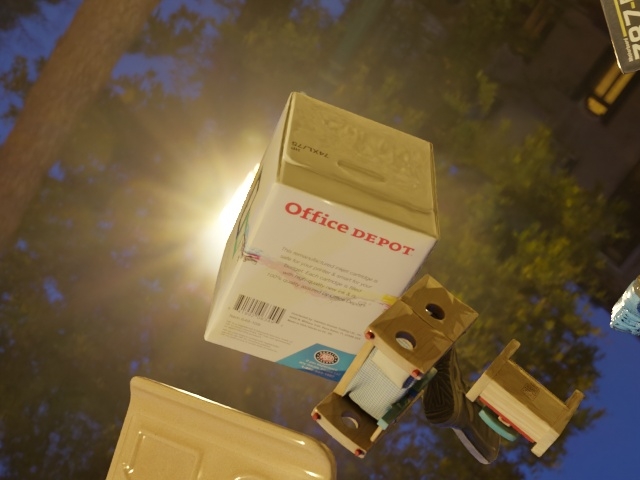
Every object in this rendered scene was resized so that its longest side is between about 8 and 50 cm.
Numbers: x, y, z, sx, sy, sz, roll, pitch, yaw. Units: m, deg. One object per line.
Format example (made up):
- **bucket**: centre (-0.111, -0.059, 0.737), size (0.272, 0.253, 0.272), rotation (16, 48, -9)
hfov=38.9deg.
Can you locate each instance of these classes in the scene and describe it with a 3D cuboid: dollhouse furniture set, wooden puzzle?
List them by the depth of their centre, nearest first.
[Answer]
- **dollhouse furniture set**: centre (0.115, 0.153, 0.839), size (0.183, 0.129, 0.129), rotation (39, -144, 14)
- **wooden puzzle**: centre (-0.136, 0.359, 1.034), size (0.322, 0.348, 0.080), rotation (10, 175, 38)

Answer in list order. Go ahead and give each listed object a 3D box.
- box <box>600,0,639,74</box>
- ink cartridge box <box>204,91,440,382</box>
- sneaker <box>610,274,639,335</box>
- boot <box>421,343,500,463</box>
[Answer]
- **box**: centre (0.417, -0.408, 0.936), size (0.395, 0.318, 0.097), rotation (68, -158, -14)
- **ink cartridge box**: centre (0.000, 0.000, 1.128), size (0.198, 0.270, 0.197), rotation (19, -141, -11)
- **sneaker**: centre (0.407, 0.092, 1.146), size (0.069, 0.082, 0.209), rotation (41, -169, 16)
- **boot**: centre (0.216, 0.231, 1.397), size (0.208, 0.076, 0.190), rotation (33, -131, -48)
